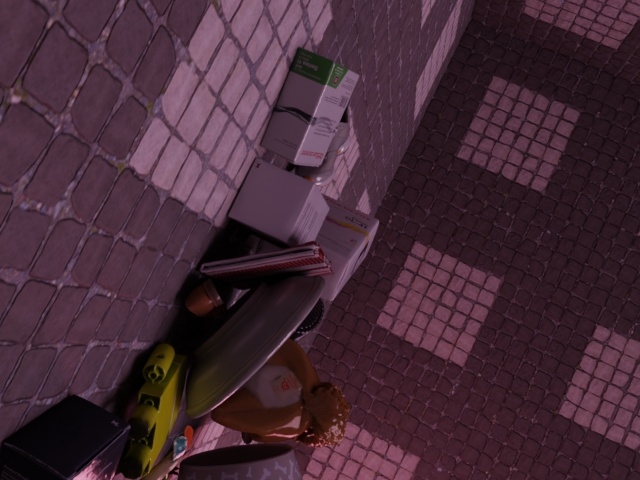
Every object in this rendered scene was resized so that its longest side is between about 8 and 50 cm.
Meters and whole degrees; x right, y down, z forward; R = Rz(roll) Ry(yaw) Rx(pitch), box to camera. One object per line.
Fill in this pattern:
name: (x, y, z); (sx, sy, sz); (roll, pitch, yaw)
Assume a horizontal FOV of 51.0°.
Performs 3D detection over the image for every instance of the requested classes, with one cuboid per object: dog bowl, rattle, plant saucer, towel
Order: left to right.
rattle: (-0.295, 0.490, 1.330); (0.200, 0.143, 0.130); (-39, 160, -12)
dog bowl: (-0.220, 0.625, 1.805); (0.349, 0.349, 0.102); (43, 41, -80)
plant saucer: (-0.163, 0.193, 1.417); (0.400, 0.100, 0.400); (-44, -174, 6)
towel: (-0.103, 0.057, 1.431); (0.329, 0.237, 0.037); (58, 22, -78)

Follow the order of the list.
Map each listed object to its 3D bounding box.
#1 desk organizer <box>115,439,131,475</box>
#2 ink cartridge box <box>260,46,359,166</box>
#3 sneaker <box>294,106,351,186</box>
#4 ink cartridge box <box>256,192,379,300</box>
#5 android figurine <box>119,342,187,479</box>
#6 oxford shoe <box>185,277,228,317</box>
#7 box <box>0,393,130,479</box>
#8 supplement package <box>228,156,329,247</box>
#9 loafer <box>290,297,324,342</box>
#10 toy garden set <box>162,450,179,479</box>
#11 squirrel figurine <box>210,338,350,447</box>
desk organizer: (-0.385, 0.437, 1.317); (0.047, 0.050, 0.130); (-65, 170, 4)
ink cartridge box: (-0.020, -0.261, 1.345); (0.208, 0.087, 0.153); (-67, 162, 11)
sneaker: (0.007, -0.237, 1.623); (0.262, 0.099, 0.121); (-65, 166, -46)
ink cartridge box: (0.000, 0.000, 1.740); (0.131, 0.226, 0.306); (-68, 171, 27)
android figurine: (-0.311, 0.316, 1.271); (0.273, 0.056, 0.248); (-79, -178, -70)
oxford shoe: (-0.233, 0.123, 1.342); (0.076, 0.076, 0.212); (-30, 169, -7)
box: (-0.381, 0.354, 0.963); (0.207, 0.108, 0.153); (-68, 169, 17)
supplement package: (-0.081, -0.061, 1.417); (0.133, 0.139, 0.244); (-65, 169, -5)
loafer: (-0.126, 0.290, 2.174); (0.366, 0.134, 0.130); (-44, -171, -39)
toy garden set: (-0.432, 0.682, 1.680); (0.244, 0.049, 0.203); (-54, 165, -47)
squirrel figurine: (-0.117, 0.462, 1.843); (0.370, 0.397, 0.281); (125, -14, -57)
